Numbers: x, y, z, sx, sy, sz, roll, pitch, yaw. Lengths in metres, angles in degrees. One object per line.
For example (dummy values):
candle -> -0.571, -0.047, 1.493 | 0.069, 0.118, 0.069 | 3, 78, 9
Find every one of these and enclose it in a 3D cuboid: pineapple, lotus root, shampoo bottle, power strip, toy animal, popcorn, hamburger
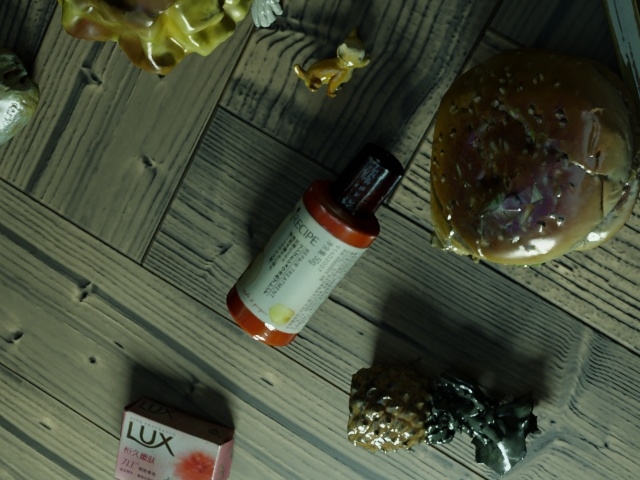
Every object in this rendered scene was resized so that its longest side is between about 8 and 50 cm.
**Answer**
pineapple -> 0.155, 0.218, 1.526 | 0.237, 0.111, 0.119 | 4, 136, 10
lotus root -> -0.451, -0.172, 1.612 | 0.192, 0.088, 0.113 | -34, 99, 22
shampoo bottle -> 0.000, 0.000, 1.509 | 0.104, 0.104, 0.278 | 40, 112, 4
power strip -> 0.346, -0.218, 1.365 | 0.044, 0.064, 0.305 | -14, 100, 17
toy animal -> 0.017, -0.218, 1.473 | 0.081, 0.060, 0.083 | 29, 119, 7
popcorn -> -0.199, -0.356, 1.426 | 0.265, 0.225, 0.332 | 5, 84, 4
hamburger -> 0.231, -0.091, 1.379 | 0.286, 0.146, 0.243 | -45, 68, 39

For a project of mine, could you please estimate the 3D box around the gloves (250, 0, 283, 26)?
gloves -> -0.064, -0.298, 1.489 | 0.044, 0.037, 0.081 | 33, 123, 45

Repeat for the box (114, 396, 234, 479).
box -> -0.199, 0.291, 1.675 | 0.156, 0.060, 0.111 | 16, 107, 12
